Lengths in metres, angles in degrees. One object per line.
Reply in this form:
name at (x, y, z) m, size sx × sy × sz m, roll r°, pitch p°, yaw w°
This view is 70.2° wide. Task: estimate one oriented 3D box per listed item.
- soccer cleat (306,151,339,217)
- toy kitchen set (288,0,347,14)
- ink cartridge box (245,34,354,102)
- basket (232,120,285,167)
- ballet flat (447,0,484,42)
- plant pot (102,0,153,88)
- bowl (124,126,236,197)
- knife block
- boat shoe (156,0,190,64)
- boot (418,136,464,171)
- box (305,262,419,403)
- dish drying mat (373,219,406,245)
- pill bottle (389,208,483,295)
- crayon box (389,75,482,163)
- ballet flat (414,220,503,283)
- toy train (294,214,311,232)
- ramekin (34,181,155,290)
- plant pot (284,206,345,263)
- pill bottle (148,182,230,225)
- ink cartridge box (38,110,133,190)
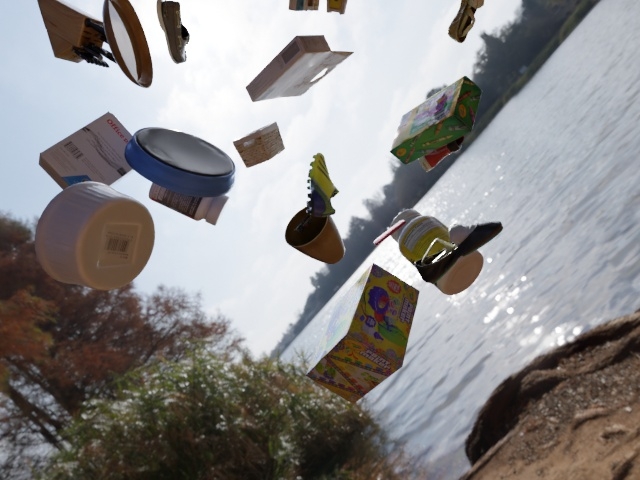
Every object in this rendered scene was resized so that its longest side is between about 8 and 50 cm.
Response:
soccer cleat at (0.010, -0.207, 1.706) m, size 0.093 × 0.121 × 0.289 m, roll 101°, pitch 171°, yaw -57°
toy kitchen set at (-0.002, -0.952, 1.769) m, size 0.207 × 0.166 × 0.122 m, roll -47°, pitch -30°, yaw -54°
ink cartridge box at (-0.073, -0.581, 1.548) m, size 0.296 × 0.066 × 0.261 m, roll -25°, pitch 1°, yaw 44°
basket at (-0.201, -0.323, 1.539) m, size 0.113 × 0.103 × 0.167 m, roll -16°, pitch 19°, yaw 23°
ballet flat at (0.473, -0.727, 1.425) m, size 0.080 × 0.073 × 0.232 m, roll -20°, pitch -25°, yaw -18°
plant pot at (-0.488, -0.504, 1.151) m, size 0.032 × 0.236 × 0.236 m, roll -9°, pitch -6°, yaw 2°
bowl at (-0.488, -0.290, 1.630) m, size 0.077 × 0.391 × 0.391 m, roll -63°, pitch -12°, yaw 25°
knife block at (-0.717, -0.658, 1.390) m, size 0.242 × 0.275 × 0.088 m, roll -16°, pitch 2°, yaw 23°
boat shoe at (-0.577, -0.829, 1.834) m, size 0.305 × 0.091 × 0.109 m, roll 97°, pitch 171°, yaw -68°
boot at (0.464, -0.365, 1.742) m, size 0.176 × 0.088 × 0.244 m, roll -34°, pitch 18°, yaw 24°
box at (0.130, 0.278, 1.367) m, size 0.279 × 0.177 × 0.290 m, roll -55°, pitch 5°, yaw 43°
dish drying mat at (0.153, -0.018, 1.011) m, size 0.083 × 0.008 × 0.032 m, roll -37°, pitch 13°, yaw 4°
pill bottle at (0.402, 0.028, 1.636) m, size 0.188 × 0.334 × 0.188 m, roll -18°, pitch -49°, yaw -22°
crayon box at (0.350, -0.364, 1.409) m, size 0.278 × 0.081 × 0.165 m, roll -21°, pitch 41°, yaw 55°
ballet flat at (0.379, 0.018, 1.296) m, size 0.280 × 0.096 × 0.095 m, roll -45°, pitch 3°, yaw 27°
toy train at (-0.073, -0.074, 2.059) m, size 0.027 × 0.036 × 0.158 m, roll -45°, pitch 6°, yaw 32°
ramekin at (-0.562, -0.004, 1.178) m, size 0.277 × 0.135 × 0.277 m, roll -46°, pitch -36°, yaw -49°
plant pot at (0.000, 0.000, 2.127) m, size 0.237 × 0.254 × 0.237 m, roll -23°, pitch 44°, yaw 23°
pill bottle at (-0.524, -0.177, 1.834) m, size 0.161 × 0.283 × 0.161 m, roll -61°, pitch 9°, yaw 17°
ink cartridge box at (-0.858, -0.307, 1.739) m, size 0.307 × 0.223 × 0.129 m, roll -48°, pitch 17°, yaw -31°
